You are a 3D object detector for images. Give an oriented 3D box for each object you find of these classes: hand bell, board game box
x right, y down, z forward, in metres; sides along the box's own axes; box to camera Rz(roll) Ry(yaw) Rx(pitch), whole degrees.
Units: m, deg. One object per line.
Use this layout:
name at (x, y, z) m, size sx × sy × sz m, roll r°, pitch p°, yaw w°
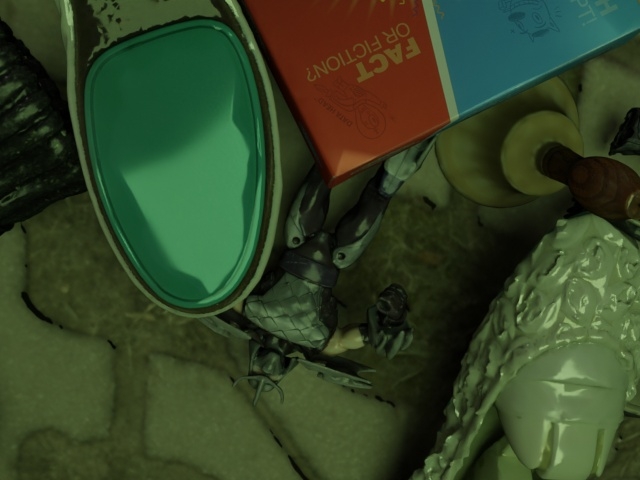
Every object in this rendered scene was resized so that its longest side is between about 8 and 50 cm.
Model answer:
hand bell at (0.180, -0.055, 0.834) m, size 0.126 × 0.242 × 0.126 m, roll -3°, pitch 107°, yaw -12°
board game box at (0.044, -0.230, 0.789) m, size 0.242 × 0.064 × 0.316 m, roll -27°, pitch 88°, yaw -3°

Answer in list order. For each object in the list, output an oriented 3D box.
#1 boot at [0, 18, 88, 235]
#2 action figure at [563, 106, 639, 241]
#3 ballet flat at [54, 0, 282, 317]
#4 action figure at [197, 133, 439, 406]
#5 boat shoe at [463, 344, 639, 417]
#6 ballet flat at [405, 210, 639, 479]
boot at (-0.261, 0.016, 0.822) m, size 0.260 × 0.131 × 0.348 m, roll -32°, pitch 118°, yaw -10°
action figure at (0.353, -0.006, 0.944) m, size 0.276 × 0.141 × 0.164 m, roll 26°, pitch 98°, yaw -2°
ballet flat at (-0.120, -0.148, 0.786) m, size 0.139 × 0.139 × 0.400 m, roll -18°, pitch 99°, yaw -6°
action figure at (0.000, 0.000, 0.885) m, size 0.185 × 0.099 × 0.285 m, roll 23°, pitch 96°, yaw -8°
boat shoe at (0.220, 0.115, 1.002) m, size 0.206 × 0.075 × 0.065 m, roll 18°, pitch 145°, yaw -22°
ballet flat at (0.161, 0.176, 0.905) m, size 0.147 × 0.147 × 0.408 m, roll 15°, pitch 119°, yaw -16°
